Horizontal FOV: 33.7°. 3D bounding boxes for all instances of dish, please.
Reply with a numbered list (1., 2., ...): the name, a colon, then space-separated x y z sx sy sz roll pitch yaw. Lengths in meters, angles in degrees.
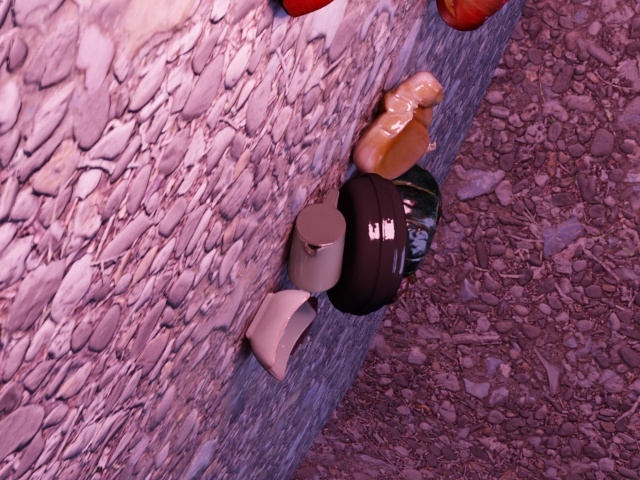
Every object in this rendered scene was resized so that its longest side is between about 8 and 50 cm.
1. dish: -0.078 0.162 1.916 0.151 0.077 0.212 -63 171 -11

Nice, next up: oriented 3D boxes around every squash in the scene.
1. squash: 0.151 -0.043 2.167 0.252 0.165 0.252 -164 -90 -74

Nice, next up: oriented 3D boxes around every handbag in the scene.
1. handbag: 0.074 0.006 1.946 0.308 0.093 0.253 129 -41 -68

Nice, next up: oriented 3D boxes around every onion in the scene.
1. onion: 0.294 -0.488 1.864 0.248 0.161 0.248 -50 171 -11

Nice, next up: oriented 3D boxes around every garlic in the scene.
1. garlic: 0.143 -0.211 1.999 0.217 0.110 0.228 -50 158 -5

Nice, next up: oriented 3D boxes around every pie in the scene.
1. pie: -0.048 0.183 2.252 0.154 0.036 0.154 -60 170 -18

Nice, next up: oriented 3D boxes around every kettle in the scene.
1. kettle: 0.003 0.005 1.838 0.127 0.098 0.148 -34 155 -25

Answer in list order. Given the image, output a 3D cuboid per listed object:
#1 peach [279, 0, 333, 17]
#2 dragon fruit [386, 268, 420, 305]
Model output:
1. peach: 0.027 -0.327 1.163 0.189 0.068 0.279 -64 171 21
2. dragon fruit: 0.165 0.074 2.698 0.182 0.182 0.188 -23 99 -75
